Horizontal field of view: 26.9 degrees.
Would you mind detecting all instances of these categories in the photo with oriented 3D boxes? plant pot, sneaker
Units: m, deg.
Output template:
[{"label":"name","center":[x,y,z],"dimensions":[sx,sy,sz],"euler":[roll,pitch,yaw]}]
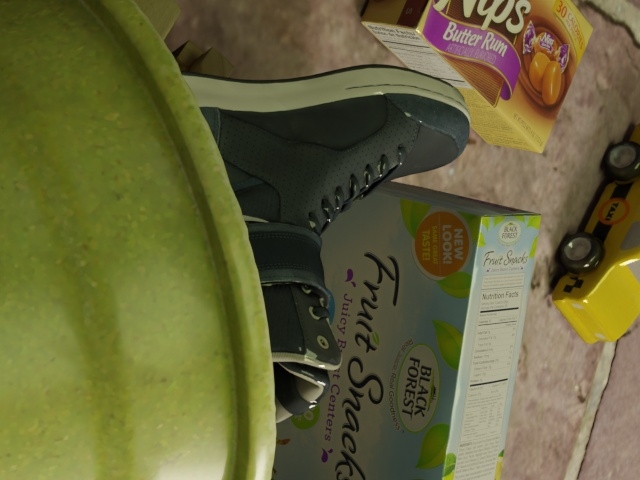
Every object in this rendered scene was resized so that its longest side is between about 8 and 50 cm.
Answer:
[{"label":"plant pot","center":[-0.198,0.041,0.510],"dimensions":[0.254,0.276,0.276],"euler":[-17,114,-32]},{"label":"sneaker","center":[-0.001,0.001,0.642],"dimensions":[0.226,0.086,0.163],"euler":[-7,65,-33]}]

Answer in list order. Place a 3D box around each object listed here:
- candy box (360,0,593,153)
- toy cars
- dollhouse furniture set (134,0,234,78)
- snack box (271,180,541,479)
[{"label":"candy box","center":[0.114,-0.151,0.933],"dimensions":[0.186,0.053,0.109],"euler":[36,75,-49]},{"label":"toy cars","center":[0.349,-0.031,1.203],"dimensions":[0.393,0.087,0.176],"euler":[-24,119,-42]},{"label":"dollhouse furniture set","center":[-0.115,-0.037,0.719],"dimensions":[0.151,0.123,0.144],"euler":[41,49,-20]},{"label":"snack box","center":[0.031,0.068,0.812],"dimensions":[0.070,0.174,0.207],"euler":[-4,105,-49]}]
